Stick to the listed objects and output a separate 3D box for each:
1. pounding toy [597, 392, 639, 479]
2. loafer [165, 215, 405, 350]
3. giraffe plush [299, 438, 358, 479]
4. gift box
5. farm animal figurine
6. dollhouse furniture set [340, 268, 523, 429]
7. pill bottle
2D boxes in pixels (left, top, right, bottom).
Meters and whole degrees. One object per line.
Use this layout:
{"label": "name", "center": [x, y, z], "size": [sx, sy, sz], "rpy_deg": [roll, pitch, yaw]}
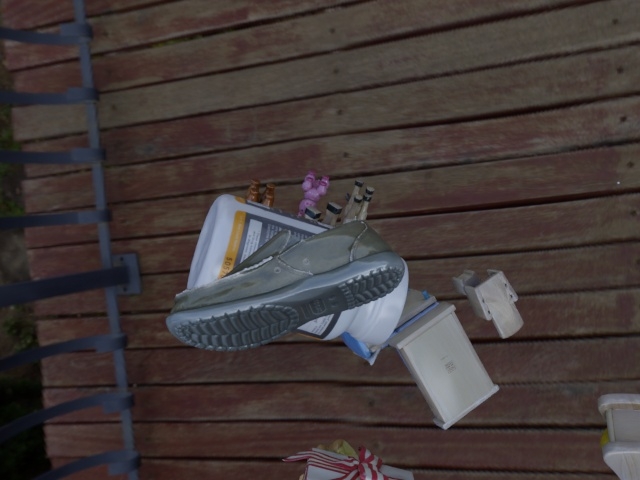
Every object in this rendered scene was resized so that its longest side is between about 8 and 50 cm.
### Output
{"label": "pounding toy", "center": [0.369, 0.254, 0.866], "size": [0.154, 0.154, 0.269], "rpy_deg": [-22, 118, 26]}
{"label": "loafer", "center": [-0.041, 0.044, 0.841], "size": [0.251, 0.094, 0.087], "rpy_deg": [-16, 58, -7]}
{"label": "giraffe plush", "center": [0.023, 0.578, 1.861], "size": [0.170, 0.210, 0.181], "rpy_deg": [-40, 50, 29]}
{"label": "gift box", "center": [0.042, 0.543, 1.549], "size": [0.277, 0.255, 0.258], "rpy_deg": [14, 91, -3]}
{"label": "farm animal figurine", "center": [0.000, 0.000, 1.641], "size": [0.327, 0.331, 0.172], "rpy_deg": [49, 130, 47]}
{"label": "dollhouse furniture set", "center": [0.232, 0.203, 1.651], "size": [0.286, 0.303, 0.198], "rpy_deg": [-33, 103, -14]}
{"label": "pill bottle", "center": [-0.031, 0.048, 1.108], "size": [0.279, 0.162, 0.162], "rpy_deg": [17, 102, -14]}
